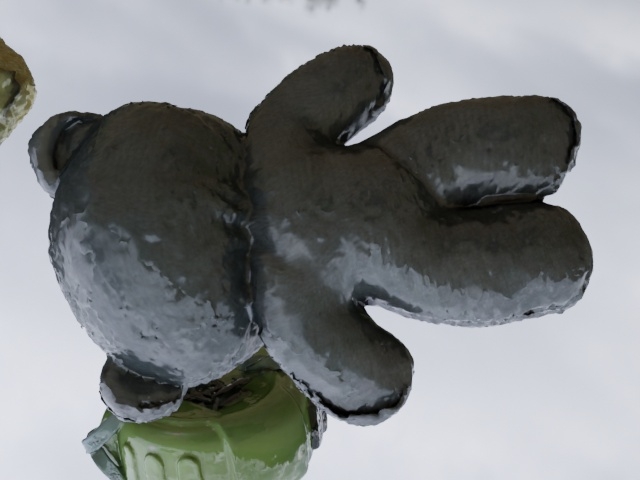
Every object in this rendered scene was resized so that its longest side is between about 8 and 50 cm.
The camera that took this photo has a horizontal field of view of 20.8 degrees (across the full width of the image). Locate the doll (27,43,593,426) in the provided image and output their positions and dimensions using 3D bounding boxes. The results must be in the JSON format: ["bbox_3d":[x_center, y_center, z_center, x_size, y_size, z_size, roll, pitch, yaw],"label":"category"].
[{"bbox_3d":[-0.003,0.002,1.096,0.340,0.246,0.158,-9,166,-6],"label":"doll"}]

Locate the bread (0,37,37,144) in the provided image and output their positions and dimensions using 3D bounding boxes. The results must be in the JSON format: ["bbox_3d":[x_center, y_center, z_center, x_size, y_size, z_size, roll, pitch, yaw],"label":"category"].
[{"bbox_3d":[-0.318,-0.114,1.362,0.251,0.174,0.133,38,-174,25],"label":"bread"}]

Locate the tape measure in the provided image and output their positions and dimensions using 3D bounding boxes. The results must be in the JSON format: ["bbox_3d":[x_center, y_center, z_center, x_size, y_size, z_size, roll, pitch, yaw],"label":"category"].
[{"bbox_3d":[-0.077,0.135,1.270,0.177,0.087,0.154,-24,-152,-34],"label":"tape measure"}]
